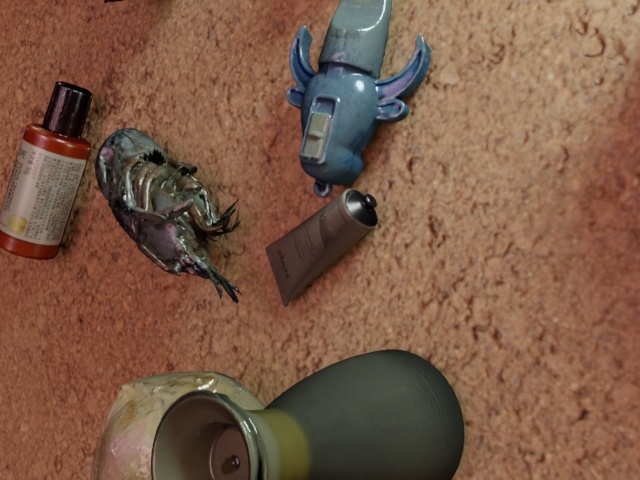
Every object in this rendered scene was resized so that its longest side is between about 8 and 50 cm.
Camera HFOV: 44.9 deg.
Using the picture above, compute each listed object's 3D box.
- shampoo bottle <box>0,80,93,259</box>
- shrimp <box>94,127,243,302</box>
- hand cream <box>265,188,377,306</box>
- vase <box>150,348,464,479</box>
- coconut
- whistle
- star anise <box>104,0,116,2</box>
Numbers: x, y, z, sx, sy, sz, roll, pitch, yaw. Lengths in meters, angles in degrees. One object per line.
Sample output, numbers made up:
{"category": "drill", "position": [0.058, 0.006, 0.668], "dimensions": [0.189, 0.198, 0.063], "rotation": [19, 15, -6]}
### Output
{"category": "shampoo bottle", "position": [-0.430, -0.114, 1.232], "dimensions": [0.104, 0.104, 0.278], "rotation": [28, 101, 35]}
{"category": "shrimp", "position": [-0.218, -0.048, 1.029], "dimensions": [0.372, 0.172, 0.137], "rotation": [33, 100, 41]}
{"category": "hand cream", "position": [0.000, 0.000, 0.941], "dimensions": [0.186, 0.054, 0.087], "rotation": [-39, 60, 34]}
{"category": "vase", "position": [-0.004, 0.199, 0.752], "dimensions": [0.173, 0.321, 0.173], "rotation": [-3, 84, 36]}
{"category": "coconut", "position": [-0.159, 0.258, 0.926], "dimensions": [0.227, 0.227, 0.230], "rotation": [26, 100, 35]}
{"category": "whistle", "position": [0.031, -0.182, 0.916], "dimensions": [0.180, 0.093, 0.269], "rotation": [15, 88, 30]}
{"category": "star anise", "position": [-0.254, -0.427, 1.120], "dimensions": [0.190, 0.126, 0.220], "rotation": [7, 67, 37]}
